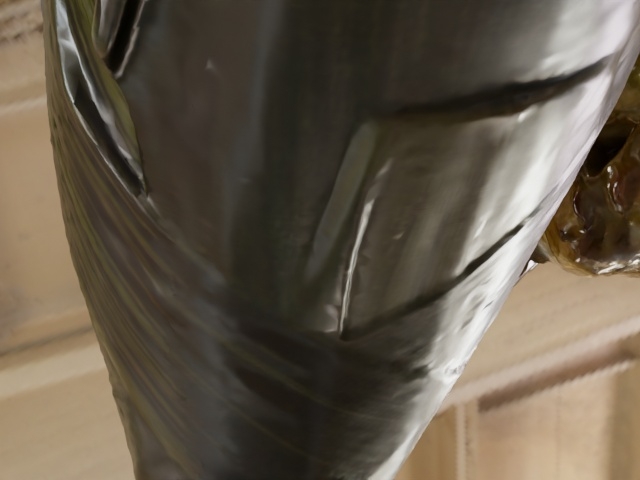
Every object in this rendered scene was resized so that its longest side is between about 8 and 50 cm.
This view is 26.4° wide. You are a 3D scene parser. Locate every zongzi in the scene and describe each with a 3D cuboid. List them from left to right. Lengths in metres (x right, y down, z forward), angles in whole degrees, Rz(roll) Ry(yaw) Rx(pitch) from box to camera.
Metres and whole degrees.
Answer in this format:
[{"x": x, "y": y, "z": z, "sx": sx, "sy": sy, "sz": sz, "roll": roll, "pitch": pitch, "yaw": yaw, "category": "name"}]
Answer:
[{"x": 0.000, "y": 0.000, "z": 0.443, "sx": 0.208, "sy": 0.403, "sz": 0.432, "roll": 6, "pitch": -92, "yaw": -8, "category": "zongzi"}]

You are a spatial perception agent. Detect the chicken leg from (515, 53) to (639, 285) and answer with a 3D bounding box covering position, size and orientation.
[{"x": 0.136, "y": -0.036, "z": 0.841, "sx": 0.295, "sy": 0.182, "sz": 0.409, "roll": -27, "pitch": -6, "yaw": 1, "category": "chicken leg"}]
